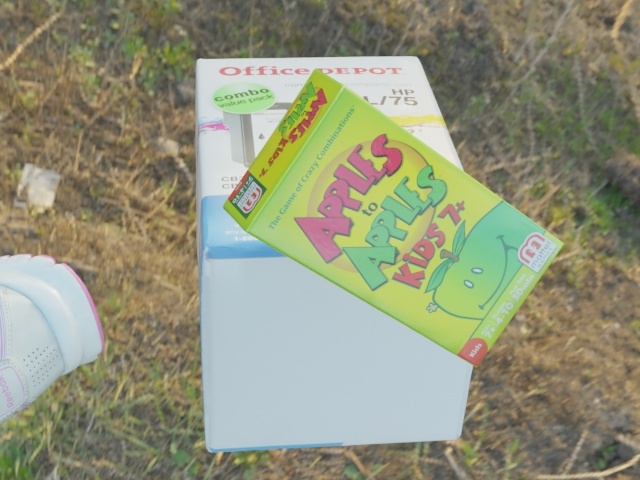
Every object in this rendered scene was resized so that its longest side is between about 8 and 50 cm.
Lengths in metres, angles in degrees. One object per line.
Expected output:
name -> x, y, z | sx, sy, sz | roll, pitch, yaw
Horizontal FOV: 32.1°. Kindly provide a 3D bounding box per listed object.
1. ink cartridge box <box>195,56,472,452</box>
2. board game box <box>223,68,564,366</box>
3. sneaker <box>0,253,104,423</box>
ink cartridge box -> 0.000, 0.000, 0.889 | 0.198, 0.197, 0.270 | -2, 36, -7
board game box -> 0.045, -0.008, 0.633 | 0.181, 0.043, 0.092 | 31, 97, -31
sneaker -> -0.272, 0.065, 0.719 | 0.111, 0.252, 0.103 | -51, 132, -53
